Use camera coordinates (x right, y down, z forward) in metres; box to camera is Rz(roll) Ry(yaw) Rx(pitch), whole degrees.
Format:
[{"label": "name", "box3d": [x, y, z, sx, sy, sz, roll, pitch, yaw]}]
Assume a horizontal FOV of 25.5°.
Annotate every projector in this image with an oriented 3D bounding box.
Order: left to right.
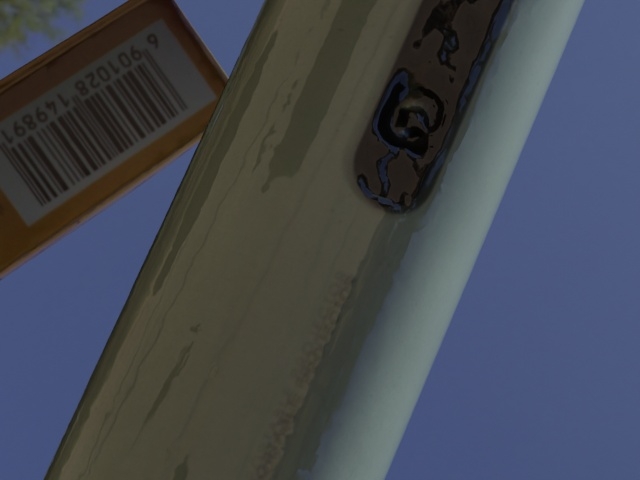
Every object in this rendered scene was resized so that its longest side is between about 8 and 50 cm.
[{"label": "projector", "box3d": [0.000, 0.000, 0.480, 0.108, 0.108, 0.337, 15, -103, 45]}]

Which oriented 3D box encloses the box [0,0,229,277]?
[{"label": "box", "box3d": [-0.278, -0.006, 1.024, 0.116, 0.415, 0.264, 55, -21, -7]}]
